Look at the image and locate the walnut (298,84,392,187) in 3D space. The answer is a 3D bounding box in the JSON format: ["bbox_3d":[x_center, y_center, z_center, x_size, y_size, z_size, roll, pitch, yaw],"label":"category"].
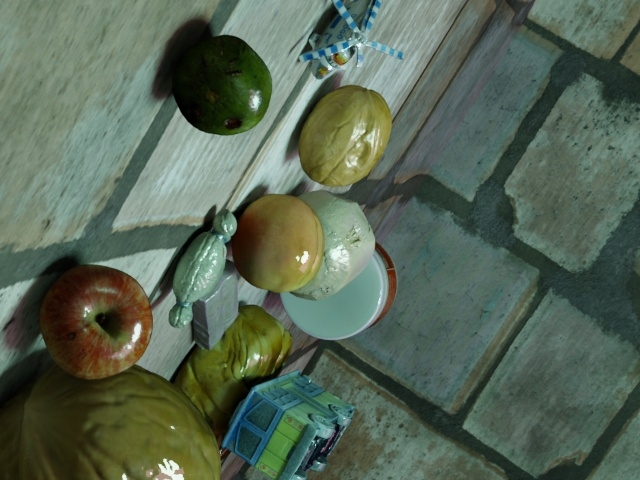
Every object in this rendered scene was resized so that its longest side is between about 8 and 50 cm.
[{"bbox_3d":[0.044,-0.189,1.916,0.159,0.159,0.207,-42,164,-54],"label":"walnut"}]

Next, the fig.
[{"bbox_3d":[-0.112,-0.195,1.293,0.123,0.123,0.156,-62,180,29],"label":"fig"}]

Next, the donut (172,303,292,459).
[{"bbox_3d":[-0.202,0.315,2.310,0.360,0.170,0.360,-53,167,-17],"label":"donut"}]

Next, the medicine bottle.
[{"bbox_3d":[0.049,0.106,2.564,0.252,0.252,0.241,-57,170,7],"label":"medicine bottle"}]

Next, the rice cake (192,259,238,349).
[{"bbox_3d":[-0.201,0.122,2.034,0.106,0.050,0.298,-52,169,-22],"label":"rice cake"}]

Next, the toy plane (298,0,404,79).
[{"bbox_3d":[0.061,-0.376,1.669,0.182,0.107,0.273,14,93,-35],"label":"toy plane"}]

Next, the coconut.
[{"bbox_3d":[0.000,0.000,2.150,0.234,0.224,0.224,-35,158,-46],"label":"coconut"}]

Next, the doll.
[{"bbox_3d":[-0.198,0.044,1.758,0.103,0.071,0.214,-94,-151,-87],"label":"doll"}]

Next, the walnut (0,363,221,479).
[{"bbox_3d":[-0.299,0.303,1.455,0.333,0.333,0.333,-53,169,-15],"label":"walnut"}]

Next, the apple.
[{"bbox_3d":[-0.285,0.104,1.345,0.146,0.146,0.131,-53,-168,-16],"label":"apple"}]

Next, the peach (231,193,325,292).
[{"bbox_3d":[-0.074,0.001,1.910,0.184,0.184,0.184,-53,169,-15],"label":"peach"}]

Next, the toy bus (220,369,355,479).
[{"bbox_3d":[-0.058,0.389,2.225,0.152,0.190,0.312,-62,165,8],"label":"toy bus"}]
